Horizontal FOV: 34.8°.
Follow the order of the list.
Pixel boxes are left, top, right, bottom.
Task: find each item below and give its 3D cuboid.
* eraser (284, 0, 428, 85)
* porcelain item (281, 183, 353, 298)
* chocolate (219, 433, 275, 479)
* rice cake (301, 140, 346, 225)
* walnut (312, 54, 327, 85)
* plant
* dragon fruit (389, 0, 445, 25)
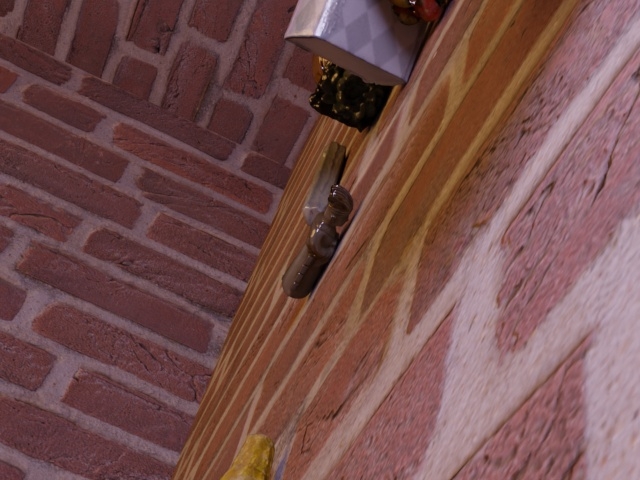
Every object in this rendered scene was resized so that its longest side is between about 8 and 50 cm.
[{"bbox_3d":[0.107,-0.478,1.748,0.397,0.213,0.082,-69,15,-13],"label":"eraser"},{"bbox_3d":[0.000,0.000,1.631,0.084,0.054,0.213,-76,11,-50],"label":"porcelain item"},{"bbox_3d":[-0.093,0.305,1.132,0.086,0.085,0.219,-60,4,39],"label":"chocolate"},{"bbox_3d":[0.010,-0.116,2.064,0.256,0.052,0.057,-72,-20,-51],"label":"rice cake"},{"bbox_3d":[0.065,-0.381,2.141,0.167,0.167,0.207,123,168,-56],"label":"walnut"},{"bbox_3d":[0.056,-0.286,1.954,0.194,0.132,0.129,-72,5,-80],"label":"plant"},{"bbox_3d":[0.160,-0.514,1.602,0.243,0.307,0.227,-29,8,17],"label":"dragon fruit"}]
